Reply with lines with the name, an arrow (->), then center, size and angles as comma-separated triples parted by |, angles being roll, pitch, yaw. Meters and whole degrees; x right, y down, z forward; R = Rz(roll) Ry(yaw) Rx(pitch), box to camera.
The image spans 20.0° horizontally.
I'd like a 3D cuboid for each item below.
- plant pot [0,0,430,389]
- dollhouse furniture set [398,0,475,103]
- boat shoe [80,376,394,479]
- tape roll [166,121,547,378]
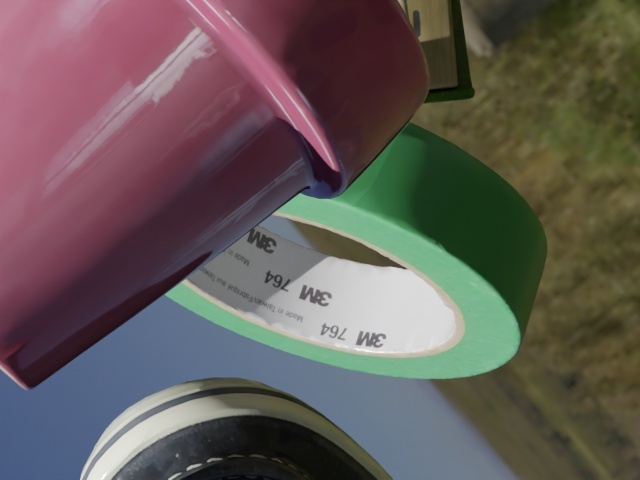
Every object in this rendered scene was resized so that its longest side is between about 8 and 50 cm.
plant pot -> -0.092, -0.054, 0.656 | 0.201, 0.180, 0.201 | 40, 171, 8
dollhouse furniture set -> 0.173, -0.185, 1.303 | 0.197, 0.301, 0.151 | -170, 73, -77
boat shoe -> 0.019, 0.295, 0.939 | 0.156, 0.186, 0.500 | -128, 18, -67
tape roll -> 0.000, 0.000, 1.312 | 0.321, 0.077, 0.321 | 17, 158, 7
